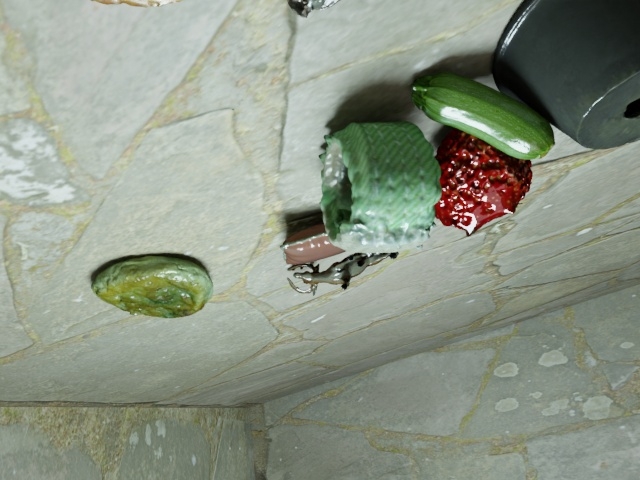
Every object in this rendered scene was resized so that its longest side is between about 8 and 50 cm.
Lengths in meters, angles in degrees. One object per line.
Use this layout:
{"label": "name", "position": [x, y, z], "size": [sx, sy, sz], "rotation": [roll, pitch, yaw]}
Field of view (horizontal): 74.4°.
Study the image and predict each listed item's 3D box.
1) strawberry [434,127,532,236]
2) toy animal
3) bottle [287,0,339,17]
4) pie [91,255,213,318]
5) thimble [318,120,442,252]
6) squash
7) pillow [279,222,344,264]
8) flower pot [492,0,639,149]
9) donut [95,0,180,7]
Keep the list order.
{"label": "strawberry", "position": [0.270, -0.126, 0.732], "size": [0.187, 0.184, 0.201], "rotation": [-10, 123, 7]}
{"label": "toy animal", "position": [0.052, 0.072, 1.014], "size": [0.244, 0.087, 0.260], "rotation": [-16, 179, -13]}
{"label": "bottle", "position": [-0.005, -0.268, 0.365], "size": [0.099, 0.152, 0.099], "rotation": [-9, 150, -5]}
{"label": "pie", "position": [-0.393, 0.121, 1.004], "size": [0.277, 0.078, 0.277], "rotation": [-10, 150, -6]}
{"label": "thimble", "position": [0.086, -0.078, 0.676], "size": [0.150, 0.219, 0.219], "rotation": [-4, 151, -13]}
{"label": "squash", "position": [0.235, -0.185, 0.617], "size": [0.219, 0.077, 0.068], "rotation": [25, 176, 6]}
{"label": "pillow", "position": [0.000, 0.000, 0.922], "size": [0.179, 0.075, 0.171], "rotation": [-16, 169, -6]}
{"label": "flower pot", "position": [0.395, -0.234, 0.572], "size": [0.269, 0.166, 0.269], "rotation": [-10, 153, -5]}
{"label": "donut", "position": [-0.156, -0.313, 0.271], "size": [0.278, 0.108, 0.277], "rotation": [-9, 151, -5]}
